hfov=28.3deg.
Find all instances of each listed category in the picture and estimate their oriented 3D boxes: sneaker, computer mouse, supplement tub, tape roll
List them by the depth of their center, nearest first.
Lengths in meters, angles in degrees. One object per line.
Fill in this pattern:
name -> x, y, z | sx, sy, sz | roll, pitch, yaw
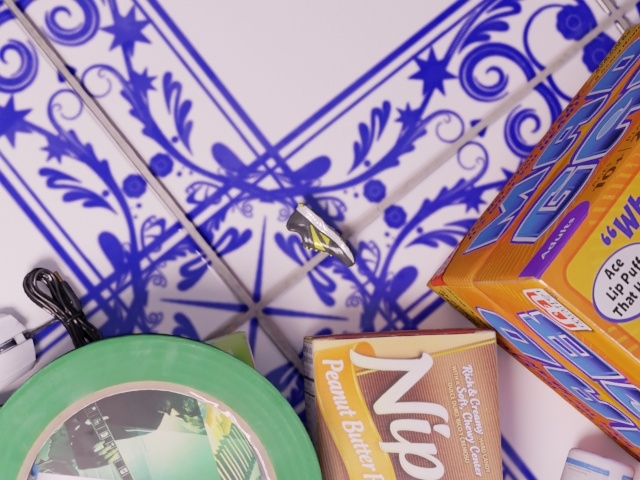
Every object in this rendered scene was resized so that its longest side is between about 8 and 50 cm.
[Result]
tape roll -> -0.159, 0.246, 1.163 | 0.321, 0.077, 0.321 | 0, 88, -9
computer mouse -> -0.312, 0.111, 1.218 | 0.193, 0.042, 0.106 | -31, 93, -9
sneaker -> 0.000, 0.000, 1.284 | 0.083, 0.031, 0.035 | 45, 95, 0
supplement tub -> 0.272, 0.271, 1.290 | 0.071, 0.071, 0.107 | 20, 84, -8

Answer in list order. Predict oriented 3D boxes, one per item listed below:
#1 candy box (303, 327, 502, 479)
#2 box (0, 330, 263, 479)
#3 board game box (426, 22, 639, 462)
candy box -> 0.083, 0.248, 1.252 | 0.182, 0.087, 0.317 | -2, 87, -10
box -> -0.192, 0.243, 1.224 | 0.322, 0.058, 0.232 | -17, 90, -10
board game box -> 0.378, 0.013, 1.175 | 0.356, 0.356, 0.356 | 40, 82, -5
